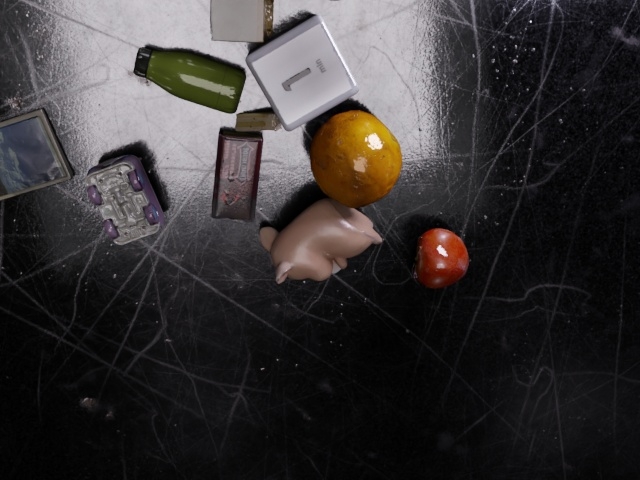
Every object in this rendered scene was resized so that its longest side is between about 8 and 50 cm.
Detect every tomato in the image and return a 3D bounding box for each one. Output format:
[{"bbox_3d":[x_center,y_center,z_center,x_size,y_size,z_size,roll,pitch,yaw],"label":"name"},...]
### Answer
[{"bbox_3d":[0.330,0.057,1.818,0.167,0.167,0.167,-2,111,-5],"label":"tomato"}]

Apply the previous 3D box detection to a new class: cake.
[{"bbox_3d":[-0.160,-0.302,1.683,0.121,0.065,0.052,-3,109,2],"label":"cake"}]

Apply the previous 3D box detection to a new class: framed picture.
[{"bbox_3d":[-0.780,-0.205,1.672,0.259,0.023,0.189,-17,109,1],"label":"framed picture"}]

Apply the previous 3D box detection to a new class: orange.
[{"bbox_3d":[0.086,-0.202,1.652,0.239,0.240,0.240,-2,111,-5],"label":"orange"}]

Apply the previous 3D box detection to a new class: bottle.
[{"bbox_3d":[-0.316,-0.393,1.600,0.260,0.112,0.112,16,108,-11],"label":"bottle"}]

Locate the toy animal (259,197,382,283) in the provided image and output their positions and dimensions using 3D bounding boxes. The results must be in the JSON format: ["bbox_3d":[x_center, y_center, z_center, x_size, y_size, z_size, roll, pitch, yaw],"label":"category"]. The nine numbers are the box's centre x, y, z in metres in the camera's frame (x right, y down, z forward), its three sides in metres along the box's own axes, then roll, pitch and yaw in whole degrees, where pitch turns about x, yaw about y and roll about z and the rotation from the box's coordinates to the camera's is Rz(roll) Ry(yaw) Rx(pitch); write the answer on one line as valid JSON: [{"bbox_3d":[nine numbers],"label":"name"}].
[{"bbox_3d":[-0.002,0.003,1.757,0.256,0.195,0.213,-43,132,11],"label":"toy animal"}]

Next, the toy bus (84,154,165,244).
[{"bbox_3d":[-0.493,-0.109,1.672,0.141,0.142,0.203,-19,112,1],"label":"toy bus"}]

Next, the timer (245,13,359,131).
[{"bbox_3d":[-0.044,-0.393,1.545,0.195,0.192,0.194,-30,109,7],"label":"timer"}]

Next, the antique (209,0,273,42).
[{"bbox_3d":[-0.181,-0.534,1.540,0.147,0.152,0.147,1,109,-4],"label":"antique"}]

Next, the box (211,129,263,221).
[{"bbox_3d":[-0.217,-0.165,1.722,0.120,0.069,0.224,7,108,-9],"label":"box"}]
